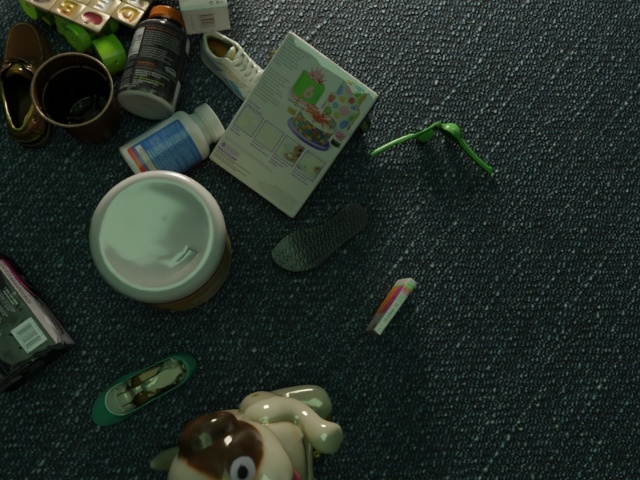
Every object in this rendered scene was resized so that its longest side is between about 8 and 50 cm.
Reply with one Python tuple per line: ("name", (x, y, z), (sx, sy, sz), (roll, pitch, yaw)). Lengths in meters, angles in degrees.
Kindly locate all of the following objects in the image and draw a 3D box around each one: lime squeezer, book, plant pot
("lime squeezer", (0.278, -0.240, 1.411), (0.310, 0.059, 0.110), (7, 109, -6))
("book", (0.158, 0.151, 1.294), (0.035, 0.096, 0.144), (38, 78, 1))
("plant pot", (-0.527, -0.299, 1.268), (0.166, 0.165, 0.167), (1, 79, -6))

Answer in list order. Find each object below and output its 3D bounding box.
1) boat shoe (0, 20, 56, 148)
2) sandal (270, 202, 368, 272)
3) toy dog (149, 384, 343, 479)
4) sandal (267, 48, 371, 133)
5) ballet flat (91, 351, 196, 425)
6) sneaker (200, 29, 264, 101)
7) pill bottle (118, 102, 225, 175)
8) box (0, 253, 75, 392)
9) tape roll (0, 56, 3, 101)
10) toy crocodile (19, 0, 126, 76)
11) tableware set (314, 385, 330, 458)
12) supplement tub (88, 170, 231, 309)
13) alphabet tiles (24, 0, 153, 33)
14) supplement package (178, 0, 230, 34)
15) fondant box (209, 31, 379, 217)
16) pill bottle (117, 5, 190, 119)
("boat shoe", (-0.664, -0.369, 1.297), (0.110, 0.104, 0.308), (-9, 81, -8))
("sandal", (0.001, 0.001, 1.334), (0.254, 0.054, 0.097), (-27, 91, -20))
("toy dog", (-0.140, 0.403, 1.042), (0.395, 0.408, 0.285), (10, 80, 4))
("sandal", (-0.013, -0.349, 1.363), (0.302, 0.120, 0.086), (41, 92, 2))
("ballet flat", (-0.380, 0.311, 1.210), (0.247, 0.087, 0.083), (-29, 84, -10))
("sneaker", (-0.194, -0.407, 1.362), (0.228, 0.092, 0.087), (35, 76, 0))
("pill bottle", (-0.329, -0.215, 1.295), (0.221, 0.124, 0.124), (-34, 85, -10))
("box", (-0.658, 0.166, 1.181), (0.163, 0.142, 0.247), (-38, 87, -13))
("tape roll", (-0.846, -0.384, 1.248), (0.245, 0.169, 0.246), (1, 79, -5))
("toy crocodile", (-0.589, -0.520, 1.341), (0.340, 0.105, 0.115), (38, 59, 4))
("tableware set", (-0.027, 0.406, 1.266), (0.103, 0.024, 0.154), (-6, 79, -11))
("supplement tub", (-0.303, 0.017, 1.149), (0.240, 0.331, 0.241), (1, 79, -6))
("alphabet tiles", (-0.526, -0.632, 1.347), (0.285, 0.011, 0.343), (23, 60, -7))
("supplement package", (-0.270, -0.577, 1.285), (0.105, 0.105, 0.180), (-9, 82, -6))
("fondant box", (-0.058, -0.253, 1.284), (0.238, 0.096, 0.330), (36, 104, 1))
("pill bottle", (-0.376, -0.414, 1.318), (0.130, 0.130, 0.246), (10, 73, -4))
